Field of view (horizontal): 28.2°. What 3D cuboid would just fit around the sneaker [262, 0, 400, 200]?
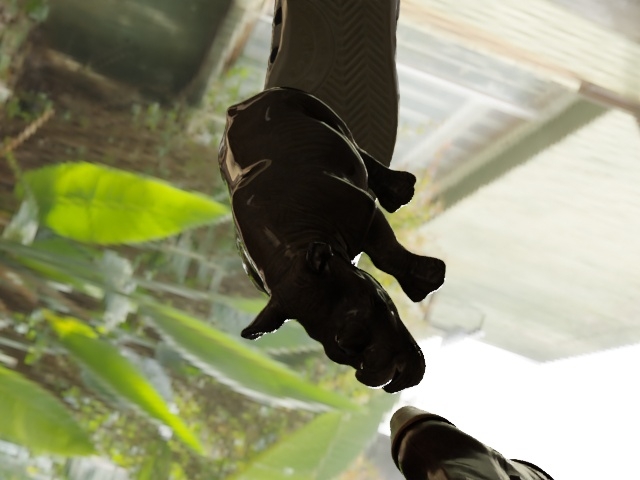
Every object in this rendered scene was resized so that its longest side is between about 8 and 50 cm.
[{"bbox_3d":[0.015,-0.174,1.125,0.148,0.131,0.350,-79,178,-61],"label":"sneaker"}]

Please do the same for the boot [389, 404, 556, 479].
[{"bbox_3d":[0.170,0.250,1.138,0.090,0.248,0.207,-53,-163,3],"label":"boot"}]

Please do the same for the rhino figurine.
[{"bbox_3d":[0.000,0.000,0.604,0.073,0.106,0.243,-46,-156,17],"label":"rhino figurine"}]
